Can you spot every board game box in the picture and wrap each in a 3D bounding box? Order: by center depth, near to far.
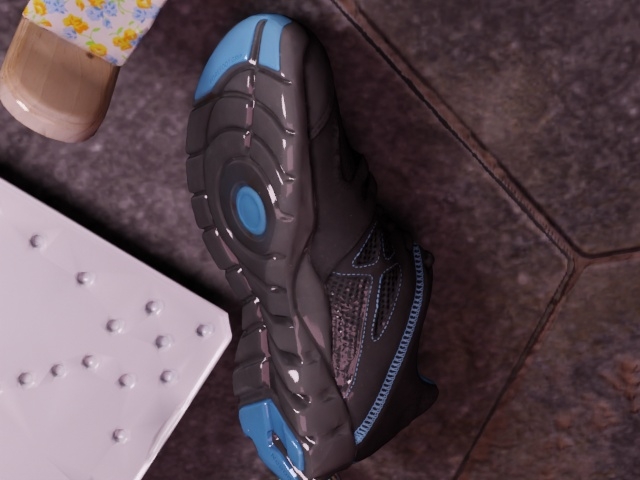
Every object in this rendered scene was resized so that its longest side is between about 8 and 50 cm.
[{"bbox_3d":[-0.320,0.120,1.094,0.390,0.050,0.390,32,92,-22],"label":"board game box"}]

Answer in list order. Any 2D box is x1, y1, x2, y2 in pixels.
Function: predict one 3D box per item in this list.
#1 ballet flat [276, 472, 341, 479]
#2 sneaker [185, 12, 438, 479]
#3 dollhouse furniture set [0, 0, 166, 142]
[{"bbox_3d":[-0.046,0.253,1.280,0.074,0.074,0.203,39,107,-25],"label":"ballet flat"},{"bbox_3d":[0.000,0.000,1.102,0.140,0.125,0.340,-22,121,-29],"label":"sneaker"},{"bbox_3d":[-0.202,-0.258,0.795,0.394,0.256,0.362,26,124,-16],"label":"dollhouse furniture set"}]
